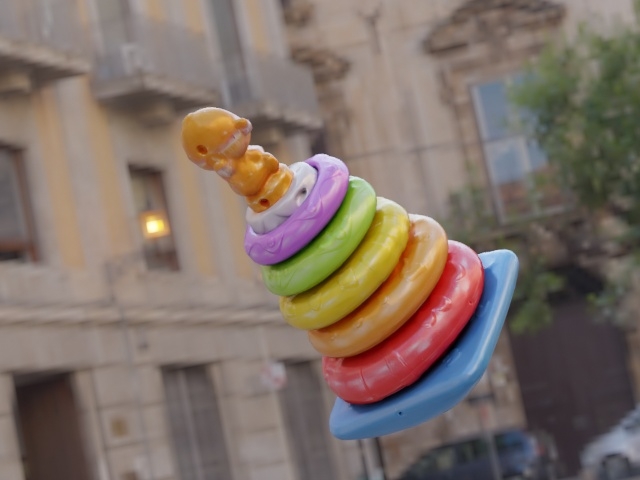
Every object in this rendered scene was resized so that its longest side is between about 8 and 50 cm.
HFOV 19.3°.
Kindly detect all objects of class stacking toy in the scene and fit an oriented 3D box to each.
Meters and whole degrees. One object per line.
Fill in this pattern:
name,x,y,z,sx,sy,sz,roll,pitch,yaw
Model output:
stacking toy,0.000,0.000,1.490,0.175,0.302,0.165,-28,28,39
